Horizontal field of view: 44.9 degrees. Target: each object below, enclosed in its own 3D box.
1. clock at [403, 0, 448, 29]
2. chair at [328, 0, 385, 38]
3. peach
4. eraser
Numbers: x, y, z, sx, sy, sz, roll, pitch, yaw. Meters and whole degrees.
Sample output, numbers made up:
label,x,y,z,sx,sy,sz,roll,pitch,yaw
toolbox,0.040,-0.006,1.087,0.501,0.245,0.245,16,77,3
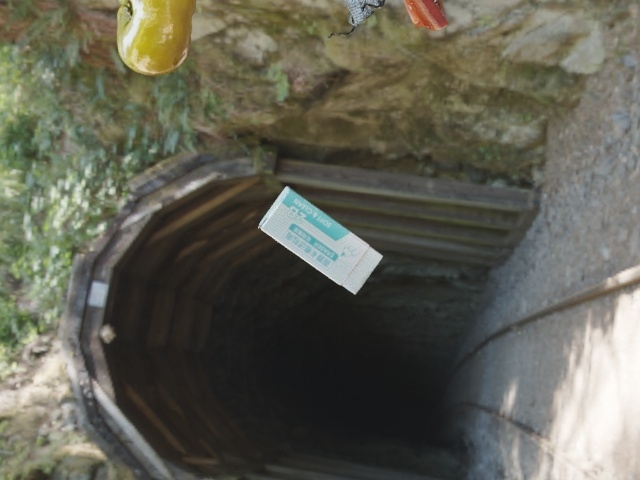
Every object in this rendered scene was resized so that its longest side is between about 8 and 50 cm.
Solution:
label,x,y,z,sx,sy,sz,roll,pitch,yaw
clock,0.162,-0.438,1.346,0.155,0.061,0.113,20,-131,-66
chair,0.088,-0.564,1.761,0.213,0.174,0.149,-26,-93,-44
peach,-0.236,-0.324,1.096,0.179,0.103,0.179,178,90,-67
eraser,0.000,0.000,1.463,0.095,0.225,0.052,-54,11,3
